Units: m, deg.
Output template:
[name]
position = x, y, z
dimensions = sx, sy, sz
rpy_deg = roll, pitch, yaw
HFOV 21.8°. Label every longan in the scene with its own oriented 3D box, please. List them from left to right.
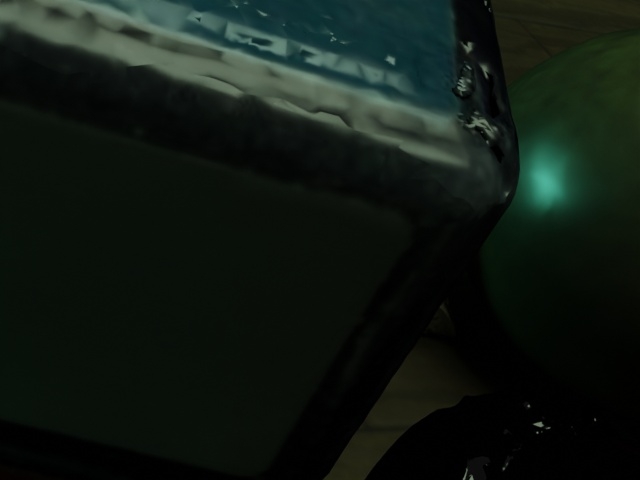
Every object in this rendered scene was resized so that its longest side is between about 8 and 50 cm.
[longan]
position = 0.194, -0.006, 0.937
dimensions = 0.246, 0.215, 0.246
rpy_deg = 9, 61, -16

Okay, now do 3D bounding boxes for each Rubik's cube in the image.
[Rubik's cube]
position = -0.144, -0.059, 0.602
dimensions = 0.313, 0.316, 0.318
rpy_deg = 16, 42, -16

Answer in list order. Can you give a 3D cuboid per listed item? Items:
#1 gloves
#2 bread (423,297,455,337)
[gloves]
position = 0.115, 0.152, 0.717
dimensions = 0.203, 0.124, 0.164
rpy_deg = 39, 47, -21
[bread]
position = -0.005, 0.017, 0.925
dimensions = 0.152, 0.105, 0.077
rpy_deg = -18, 43, -9
